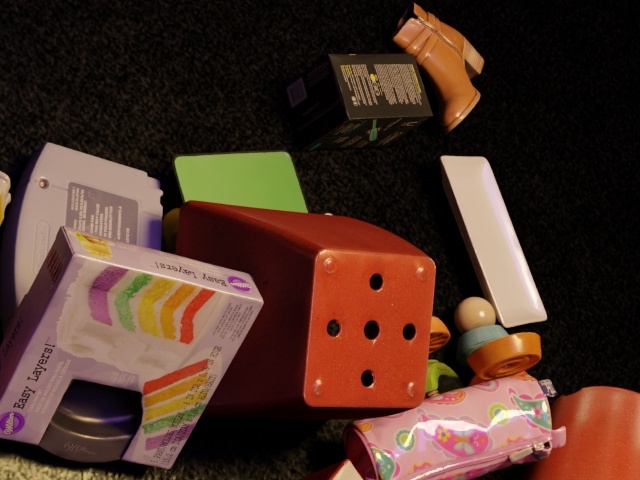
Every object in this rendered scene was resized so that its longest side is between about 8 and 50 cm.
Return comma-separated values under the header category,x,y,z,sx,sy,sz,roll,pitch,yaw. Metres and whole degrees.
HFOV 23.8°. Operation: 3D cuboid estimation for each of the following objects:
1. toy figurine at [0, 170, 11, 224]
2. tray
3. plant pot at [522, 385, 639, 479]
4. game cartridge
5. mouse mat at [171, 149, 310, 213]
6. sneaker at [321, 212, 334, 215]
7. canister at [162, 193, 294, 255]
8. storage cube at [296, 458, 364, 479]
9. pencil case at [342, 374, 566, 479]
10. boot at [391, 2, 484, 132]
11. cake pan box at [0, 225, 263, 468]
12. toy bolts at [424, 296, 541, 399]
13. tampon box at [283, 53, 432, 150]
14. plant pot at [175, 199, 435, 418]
category,x,y,z,sx,sy,sz,roll,pitch,yaw
toy figurine,-0.456,-0.030,1.612,0.209,0.213,0.148,47,38,-27
tray,0.250,0.002,2.266,0.145,0.030,0.270,-4,71,-55
plant pot,0.381,0.360,2.075,0.272,0.272,0.265,39,42,-17
game cartridge,-0.287,0.035,1.827,0.196,0.060,0.294,20,58,-34
mouse mat,-0.095,-0.045,1.951,0.189,0.007,0.153,-5,71,-36
sneaker,0.000,0.000,2.076,0.040,0.043,0.109,40,48,-14
canister,-0.111,0.007,1.966,0.170,0.073,0.126,-10,75,-39
storage cube,-0.015,0.401,1.769,0.184,0.193,0.215,51,47,-6
pencil case,0.172,0.261,1.979,0.284,0.124,0.124,-12,76,-19
boot,0.170,-0.264,2.322,0.152,0.073,0.197,38,39,-20
cake pan box,-0.229,0.129,1.705,0.245,0.267,0.070,18,24,-31
toy bolts,0.210,0.131,2.090,0.228,0.218,0.159,16,50,-53
tampon box,0.053,-0.197,2.160,0.161,0.120,0.101,-6,73,-40
plant pot,-0.007,0.098,1.835,0.267,0.235,0.267,5,90,-37
